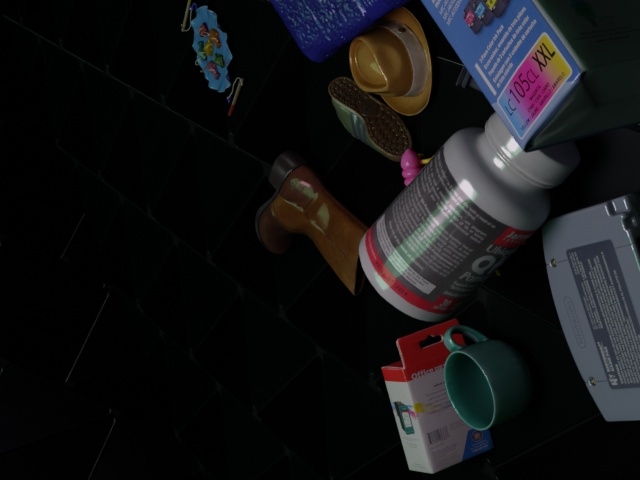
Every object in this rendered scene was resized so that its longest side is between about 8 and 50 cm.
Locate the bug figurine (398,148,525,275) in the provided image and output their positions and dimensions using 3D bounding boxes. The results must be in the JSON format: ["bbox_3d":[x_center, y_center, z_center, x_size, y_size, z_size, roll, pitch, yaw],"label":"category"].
[{"bbox_3d":[0.198,-0.048,1.817,0.279,0.072,0.216,0,105,62],"label":"bug figurine"}]

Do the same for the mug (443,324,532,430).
[{"bbox_3d":[0.268,0.208,1.805,0.129,0.097,0.158,4,108,61],"label":"mug"}]

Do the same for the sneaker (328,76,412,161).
[{"bbox_3d":[0.089,-0.194,1.956,0.192,0.064,0.086,47,169,22],"label":"sneaker"}]

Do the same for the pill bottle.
[{"bbox_3d":[0.210,-0.045,1.614,0.318,0.176,0.176,-49,59,32],"label":"pill bottle"}]

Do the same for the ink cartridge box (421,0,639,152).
[{"bbox_3d":[0.259,-0.318,1.340,0.396,0.270,0.151,62,145,20],"label":"ink cartridge box"}]

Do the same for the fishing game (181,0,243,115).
[{"bbox_3d":[-0.239,-0.405,2.454,0.264,0.041,0.189,63,153,18],"label":"fishing game"}]

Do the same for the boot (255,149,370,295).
[{"bbox_3d":[0.000,0.000,2.228,0.280,0.096,0.264,47,136,28],"label":"boot"}]

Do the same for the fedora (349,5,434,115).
[{"bbox_3d":[0.102,-0.286,1.850,0.194,0.079,0.194,38,138,46],"label":"fedora"}]

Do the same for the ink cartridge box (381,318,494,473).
[{"bbox_3d":[0.192,0.259,1.933,0.078,0.134,0.231,-10,95,63],"label":"ink cartridge box"}]

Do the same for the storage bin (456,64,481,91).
[{"bbox_3d":[0.261,-0.255,1.580,0.091,0.098,0.135,34,140,11],"label":"storage bin"}]

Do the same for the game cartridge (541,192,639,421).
[{"bbox_3d":[0.401,0.096,1.549,0.198,0.062,0.297,-20,87,67],"label":"game cartridge"}]

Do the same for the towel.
[{"bbox_3d":[0.040,-0.437,1.777,0.308,0.076,0.228,-30,93,44],"label":"towel"}]
